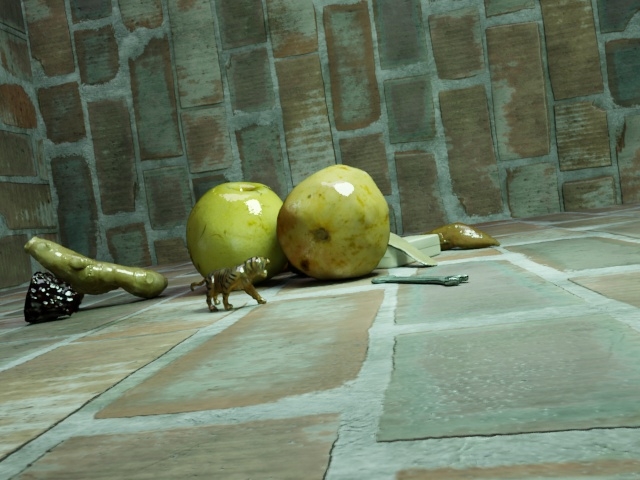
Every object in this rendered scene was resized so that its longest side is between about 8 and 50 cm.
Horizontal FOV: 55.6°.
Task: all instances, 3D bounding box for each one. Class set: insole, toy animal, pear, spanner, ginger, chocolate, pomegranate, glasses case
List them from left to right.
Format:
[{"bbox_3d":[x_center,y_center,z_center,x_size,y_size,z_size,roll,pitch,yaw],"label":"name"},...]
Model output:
[{"bbox_3d":[-0.736,0.169,1.689,0.133,0.156,0.156,12,-1,-9],"label":"chocolate"},{"bbox_3d":[-0.666,0.107,1.809,0.364,0.122,0.348,0,-27,1],"label":"ginger"},{"bbox_3d":[-0.243,0.105,1.453,0.255,0.116,0.114,-7,1,37],"label":"toy animal"},{"bbox_3d":[-0.247,-0.019,1.874,0.349,0.348,0.348,-8,2,0],"label":"pear"},{"bbox_3d":[0.052,-0.041,1.717,0.343,0.342,0.342,-8,2,0],"label":"pomegranate"},{"bbox_3d":[0.263,0.034,1.961,0.131,0.070,0.313,-5,4,38],"label":"glasses case"},{"bbox_3d":[0.251,0.019,1.797,0.081,0.011,0.248,-3,25,-36],"label":"insole"},{"bbox_3d":[0.226,0.091,1.417,0.071,0.017,0.302,-10,2,-34],"label":"spanner"}]

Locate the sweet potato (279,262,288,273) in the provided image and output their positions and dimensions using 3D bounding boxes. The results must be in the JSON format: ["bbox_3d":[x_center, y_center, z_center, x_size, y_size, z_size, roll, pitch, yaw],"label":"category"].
[{"bbox_3d":[-0.226,0.081,2.080,0.360,0.112,0.112,-5,2,-10],"label":"sweet potato"}]

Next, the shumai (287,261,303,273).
[{"bbox_3d":[0.000,0.000,1.969,0.225,0.221,0.261,-7,6,-29],"label":"shumai"}]

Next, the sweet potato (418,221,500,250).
[{"bbox_3d":[0.461,-0.015,2.144,0.106,0.095,0.355,39,-23,-31],"label":"sweet potato"}]
